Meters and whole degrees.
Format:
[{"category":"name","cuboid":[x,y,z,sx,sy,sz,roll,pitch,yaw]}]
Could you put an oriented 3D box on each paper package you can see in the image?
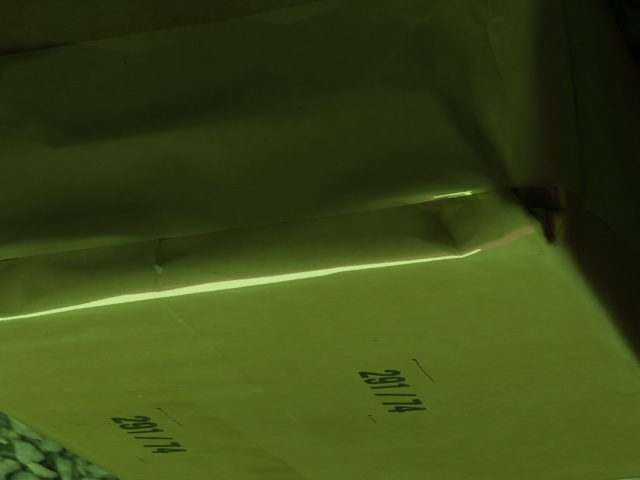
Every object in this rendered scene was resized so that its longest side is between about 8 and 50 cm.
[{"category":"paper package","cuboid":[0.000,0.000,0.824,0.309,0.168,0.325,-8,157,20]}]
